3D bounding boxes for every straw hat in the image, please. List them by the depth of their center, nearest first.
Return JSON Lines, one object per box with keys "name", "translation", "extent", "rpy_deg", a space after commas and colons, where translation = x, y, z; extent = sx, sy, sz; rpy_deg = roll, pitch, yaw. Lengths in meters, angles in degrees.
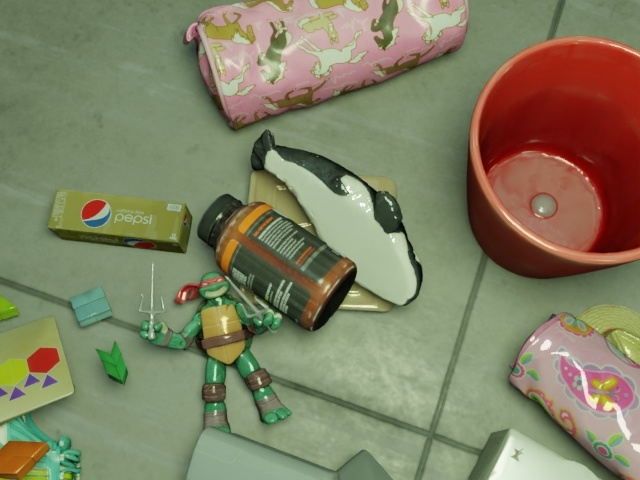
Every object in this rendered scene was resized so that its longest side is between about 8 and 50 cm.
{"name": "straw hat", "translation": [0.394, 0.146, 0.957], "extent": [0.144, 0.061, 0.145], "rpy_deg": [0, 74, 1]}

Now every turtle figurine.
{"name": "turtle figurine", "translation": [-0.124, 0.125, 0.944], "extent": [0.175, 0.118, 0.234], "rpy_deg": [-16, 89, 11]}

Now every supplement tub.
{"name": "supplement tub", "translation": [-0.059, 0.020, 0.933], "extent": [0.198, 0.106, 0.106], "rpy_deg": [34, 77, 13]}

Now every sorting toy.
{"name": "sorting toy", "translation": [0.000, 0.000, 1.023], "extent": [0.208, 0.038, 0.193], "rpy_deg": [4, 73, -2]}

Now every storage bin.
{"name": "storage bin", "translation": [0.055, 0.323, 0.897], "extent": [0.091, 0.098, 0.135], "rpy_deg": [-40, 76, -21]}

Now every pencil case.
{"name": "pencil case", "translation": [0.357, 0.211, 0.883], "extent": [0.124, 0.124, 0.284], "rpy_deg": [-43, 64, -11]}
{"name": "pencil case", "translation": [0.009, -0.292, 1.046], "extent": [0.386, 0.160, 0.167], "rpy_deg": [-22, 66, -5]}

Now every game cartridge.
{"name": "game cartridge", "translation": [-0.087, 0.387, 0.846], "extent": [0.198, 0.062, 0.297], "rpy_deg": [13, 86, 25]}

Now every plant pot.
{"name": "plant pot", "translation": [0.302, -0.074, 0.929], "extent": [0.274, 0.243, 0.275], "rpy_deg": [-1, 73, 2]}

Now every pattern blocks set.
{"name": "pattern blocks set", "translation": [-0.406, 0.177, 0.919], "extent": [0.324, 0.026, 0.285], "rpy_deg": [-14, 47, -10]}

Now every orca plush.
{"name": "orca plush", "translation": [0.032, -0.036, 0.990], "extent": [0.287, 0.102, 0.151], "rpy_deg": [32, 119, 14]}

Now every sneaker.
{"name": "sneaker", "translation": [-0.340, 0.295, 0.905], "extent": [0.110, 0.107, 0.275], "rpy_deg": [-34, 75, -18]}

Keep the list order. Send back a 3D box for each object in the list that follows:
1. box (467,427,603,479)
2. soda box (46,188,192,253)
{"name": "box", "translation": [0.252, 0.346, 0.868], "extent": [0.181, 0.119, 0.182], "rpy_deg": [29, 76, 10]}
{"name": "soda box", "translation": [-0.273, -0.026, 1.018], "extent": [0.181, 0.061, 0.058], "rpy_deg": [7, 74, 3]}
